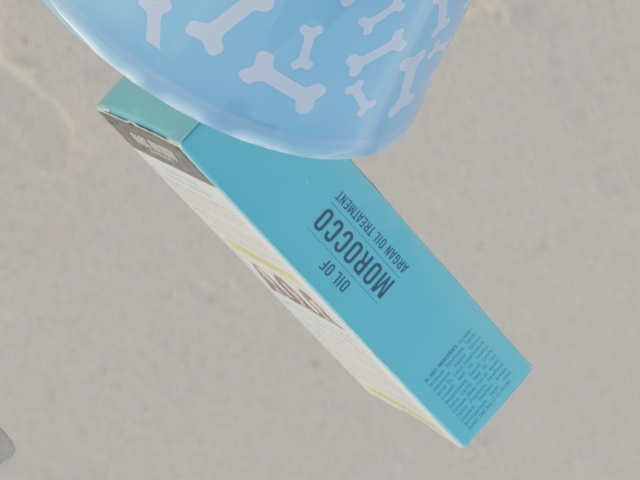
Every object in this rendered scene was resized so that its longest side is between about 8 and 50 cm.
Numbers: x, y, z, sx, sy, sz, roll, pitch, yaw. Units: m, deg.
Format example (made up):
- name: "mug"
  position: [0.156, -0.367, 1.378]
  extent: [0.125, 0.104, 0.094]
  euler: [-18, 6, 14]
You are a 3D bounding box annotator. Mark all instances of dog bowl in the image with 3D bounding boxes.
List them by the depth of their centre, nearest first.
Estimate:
- name: "dog bowl"
  position: [-0.012, -0.153, 0.673]
  extent: [0.166, 0.297, 0.074]
  euler: [28, 127, -17]

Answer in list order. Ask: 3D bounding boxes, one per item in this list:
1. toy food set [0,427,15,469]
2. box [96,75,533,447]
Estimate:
- name: "toy food set"
  position: [-0.329, 0.152, 1.145]
  extent: [0.220, 0.092, 0.306]
  euler: [43, 120, 11]
- name: "box"
  position: [0.000, 0.000, 0.987]
  extent: [0.060, 0.100, 0.244]
  euler: [-48, 122, -10]
